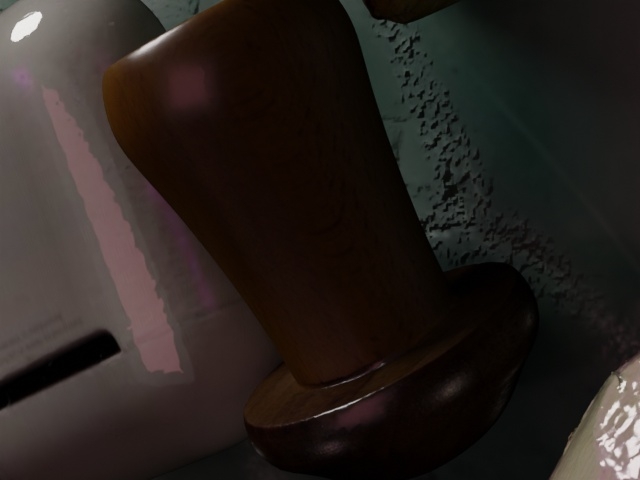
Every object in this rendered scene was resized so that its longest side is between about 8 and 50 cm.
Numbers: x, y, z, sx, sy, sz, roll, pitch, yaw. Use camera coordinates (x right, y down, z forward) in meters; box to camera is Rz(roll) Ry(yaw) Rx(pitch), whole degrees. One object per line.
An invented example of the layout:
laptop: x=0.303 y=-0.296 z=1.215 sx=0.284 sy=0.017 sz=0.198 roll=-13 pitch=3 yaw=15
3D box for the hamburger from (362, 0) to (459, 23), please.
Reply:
hamburger: x=0.045 y=-0.221 z=0.718 sx=0.131 sy=0.159 sz=0.185 roll=42 pitch=139 yaw=22

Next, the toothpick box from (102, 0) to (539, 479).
toothpick box: x=0.000 y=0.000 z=0.748 sx=0.192 sy=0.192 sz=0.294 roll=-24 pitch=99 yaw=34

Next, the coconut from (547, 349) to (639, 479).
coconut: x=0.227 y=0.138 z=0.631 sx=0.227 sy=0.227 sz=0.230 roll=34 pitch=120 yaw=23

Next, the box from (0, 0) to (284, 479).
box: x=-0.180 y=0.008 z=0.920 sx=0.289 sy=0.141 sz=0.349 roll=-26 pitch=85 yaw=33
